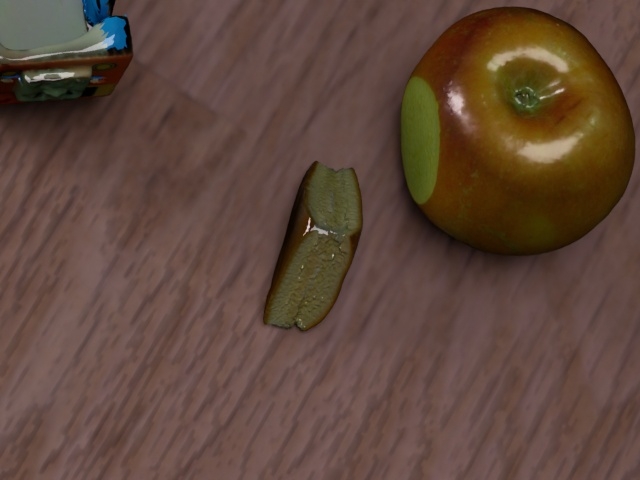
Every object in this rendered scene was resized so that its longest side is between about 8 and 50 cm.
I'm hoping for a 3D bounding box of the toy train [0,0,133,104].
[{"bbox_3d":[-0.132,-0.147,0.727,0.072,0.099,0.188,-7,79,-16],"label":"toy train"}]

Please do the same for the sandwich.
[{"bbox_3d":[0.000,0.000,0.751,0.031,0.044,0.083,16,78,-13],"label":"sandwich"}]

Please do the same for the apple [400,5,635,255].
[{"bbox_3d":[0.092,-0.051,0.749,0.099,0.102,0.114,-1,78,-10],"label":"apple"}]
